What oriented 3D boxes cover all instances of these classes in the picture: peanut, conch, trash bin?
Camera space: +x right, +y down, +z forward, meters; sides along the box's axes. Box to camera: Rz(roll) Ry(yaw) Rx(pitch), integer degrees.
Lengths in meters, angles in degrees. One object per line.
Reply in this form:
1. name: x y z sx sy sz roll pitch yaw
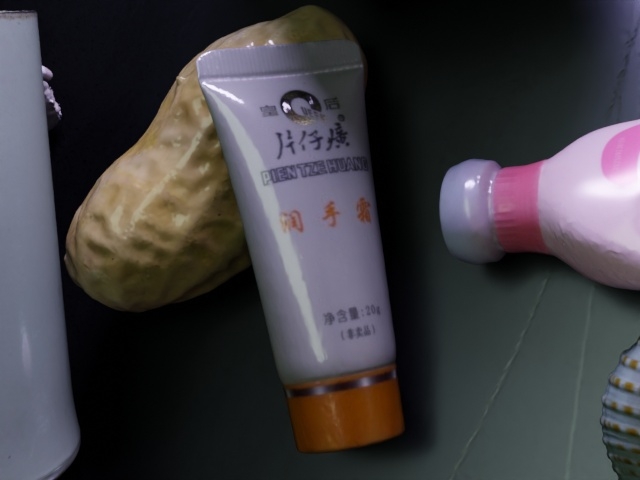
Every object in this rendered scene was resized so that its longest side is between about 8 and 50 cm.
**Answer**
1. peanut: -0.086 -0.066 0.927 0.149 0.149 0.313 39 92 30
2. conch: 0.244 0.108 0.729 0.135 0.102 0.153 25 81 51
3. trash bin: -0.342 0.033 0.888 0.280 0.280 0.432 7 104 29

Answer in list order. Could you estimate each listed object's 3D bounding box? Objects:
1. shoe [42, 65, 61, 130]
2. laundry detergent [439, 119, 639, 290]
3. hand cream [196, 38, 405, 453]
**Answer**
1. shoe: -0.408 -0.068 1.072 0.198 0.172 0.351 29 93 27
2. laundry detergent: 0.248 -0.026 0.758 0.335 0.088 0.159 -4 45 28
3. hand cream: 0.000 0.000 0.850 0.089 0.139 0.314 -20 83 65
